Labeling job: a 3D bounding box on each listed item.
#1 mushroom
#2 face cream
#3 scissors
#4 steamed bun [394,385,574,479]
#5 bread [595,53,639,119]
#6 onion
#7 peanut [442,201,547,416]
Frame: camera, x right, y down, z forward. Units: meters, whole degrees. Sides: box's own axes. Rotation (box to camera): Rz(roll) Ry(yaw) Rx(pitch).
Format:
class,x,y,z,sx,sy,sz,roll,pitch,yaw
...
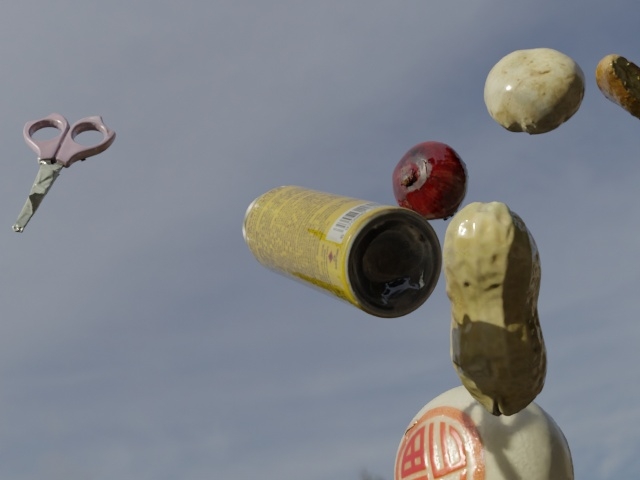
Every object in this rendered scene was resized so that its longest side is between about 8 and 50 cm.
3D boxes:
class,x,y,z,sx,sy,sz,roll,pitch,yaw
mushroom,0.350,-0.239,1.752,0.166,0.166,0.127,-15,-55,8
face cream,0.000,0.000,1.125,0.105,0.105,0.349,2,6,-23
scissors,-0.310,-0.082,1.226,0.110,0.212,0.021,7,-50,5
steamed bun,0.216,0.342,1.560,0.177,0.283,0.283,19,-39,-36
bread,0.416,-0.209,1.445,0.054,0.154,0.136,-53,-41,3
onion,0.175,-0.092,1.713,0.131,0.131,0.131,-8,-27,-4
peanut,0.224,0.089,1.371,0.130,0.290,0.130,-6,15,2
